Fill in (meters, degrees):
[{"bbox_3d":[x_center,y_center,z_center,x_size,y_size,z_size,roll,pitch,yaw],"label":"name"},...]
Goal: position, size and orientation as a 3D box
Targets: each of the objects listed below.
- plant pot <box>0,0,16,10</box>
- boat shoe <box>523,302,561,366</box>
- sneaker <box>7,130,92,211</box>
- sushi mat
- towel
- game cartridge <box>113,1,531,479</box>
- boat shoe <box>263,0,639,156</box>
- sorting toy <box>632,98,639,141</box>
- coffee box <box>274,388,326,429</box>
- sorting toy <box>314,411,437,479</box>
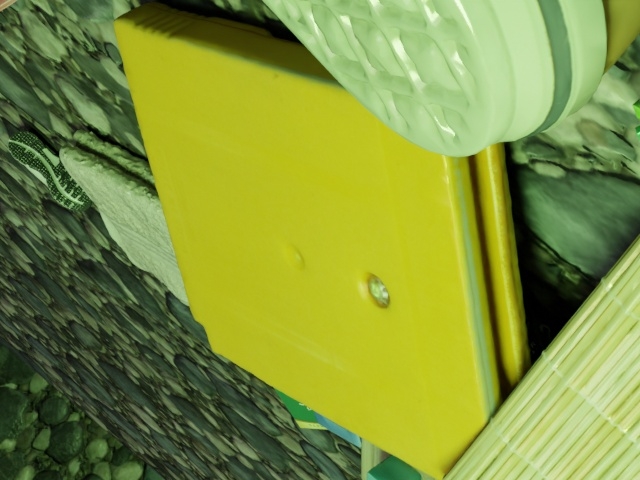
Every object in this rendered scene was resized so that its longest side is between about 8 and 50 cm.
[{"bbox_3d":[-0.255,-0.250,0.790,0.180,0.201,0.201,50,166,27],"label":"plant pot"},{"bbox_3d":[0.126,0.074,0.904,0.228,0.080,0.076,42,163,24],"label":"boat shoe"},{"bbox_3d":[-0.280,-0.074,1.433,0.109,0.040,0.044,46,177,-1],"label":"sneaker"},{"bbox_3d":[0.174,0.115,0.738,0.151,0.019,0.316,42,134,14],"label":"sushi mat"},{"bbox_3d":[-0.121,0.007,1.269,0.282,0.049,0.187,26,156,38],"label":"towel"},{"bbox_3d":[0.000,0.000,0.903,0.324,0.053,0.285,25,136,45],"label":"game cartridge"},{"bbox_3d":[-0.050,-0.249,0.438,0.500,0.156,0.187,50,168,14],"label":"boat shoe"},{"bbox_3d":[0.174,-0.030,0.633,0.083,0.012,0.062,35,129,18],"label":"sorting toy"},{"bbox_3d":[0.003,0.104,1.188,0.113,0.040,0.184,0,141,25],"label":"coffee box"},{"bbox_3d":[0.086,0.183,1.029,0.348,0.047,0.196,35,144,37],"label":"sorting toy"}]
